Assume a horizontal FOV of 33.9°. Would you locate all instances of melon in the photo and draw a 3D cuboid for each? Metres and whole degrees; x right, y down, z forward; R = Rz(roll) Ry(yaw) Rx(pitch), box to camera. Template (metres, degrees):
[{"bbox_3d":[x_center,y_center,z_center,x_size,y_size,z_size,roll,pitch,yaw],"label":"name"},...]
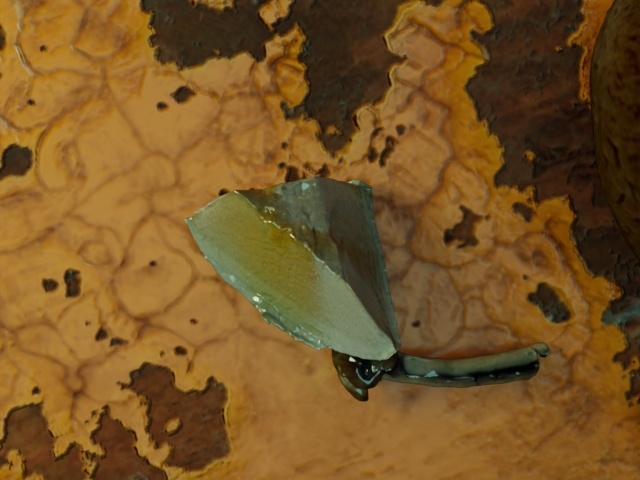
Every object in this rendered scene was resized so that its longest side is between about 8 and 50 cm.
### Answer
[{"bbox_3d":[0.002,-0.001,0.836,0.202,0.093,0.139,36,60,9],"label":"melon"}]

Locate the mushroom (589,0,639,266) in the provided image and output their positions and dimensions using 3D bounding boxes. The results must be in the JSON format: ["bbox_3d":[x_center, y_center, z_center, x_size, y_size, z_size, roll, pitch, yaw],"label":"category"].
[{"bbox_3d":[0.389,-0.083,0.760,0.334,0.356,0.331,-33,121,-41],"label":"mushroom"}]

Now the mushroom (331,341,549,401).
[{"bbox_3d":[0.100,0.102,0.873,0.187,0.061,0.060,4,60,-12],"label":"mushroom"}]
